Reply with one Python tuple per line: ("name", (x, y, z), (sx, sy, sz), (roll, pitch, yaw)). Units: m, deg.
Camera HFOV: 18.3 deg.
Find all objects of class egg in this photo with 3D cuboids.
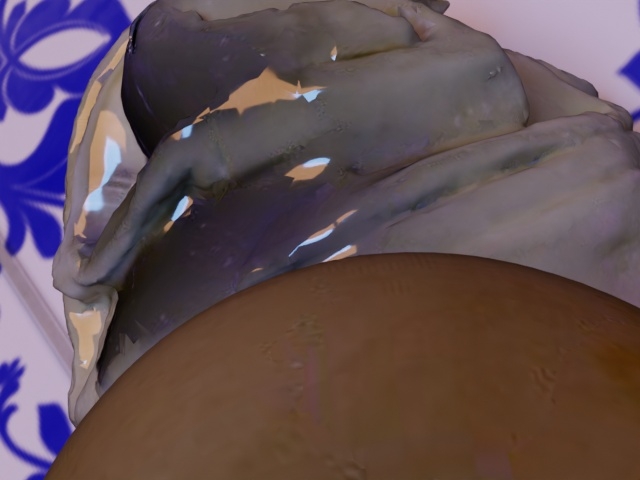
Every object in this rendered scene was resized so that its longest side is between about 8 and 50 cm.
("egg", (0.059, 0.182, 0.634), (0.301, 0.374, 0.301), (-35, 8, 6))

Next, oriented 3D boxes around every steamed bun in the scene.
("steamed bun", (0.000, 0.000, 0.863), (0.320, 0.206, 0.275), (-1, 67, 34))
